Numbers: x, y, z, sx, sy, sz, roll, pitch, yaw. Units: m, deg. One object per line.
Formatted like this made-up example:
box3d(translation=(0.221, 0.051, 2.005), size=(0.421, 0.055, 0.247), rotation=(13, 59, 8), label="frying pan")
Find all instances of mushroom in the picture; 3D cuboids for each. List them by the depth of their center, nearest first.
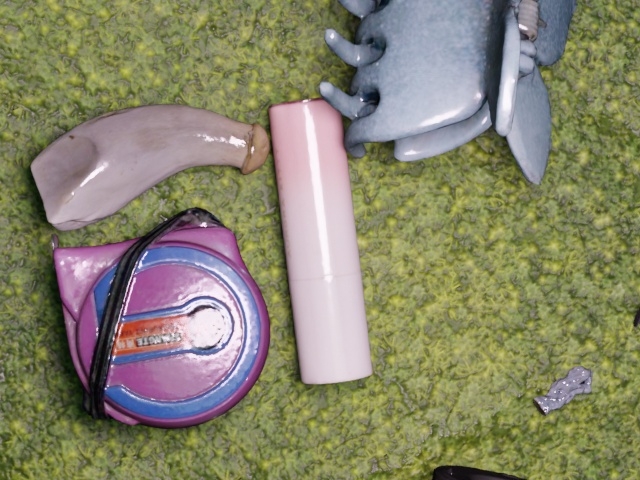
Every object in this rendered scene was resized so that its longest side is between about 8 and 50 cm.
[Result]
box3d(translation=(-0.195, -0.100, 1.627), size=(0.270, 0.103, 0.118), rotation=(-20, 81, -12), label="mushroom")

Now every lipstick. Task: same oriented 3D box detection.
box3d(translation=(0.000, 0.000, 1.669), size=(0.087, 0.087, 0.327), rotation=(-7, 92, -10), label="lipstick")

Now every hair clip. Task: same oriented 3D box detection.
box3d(translation=(0.142, -0.243, 1.591), size=(0.238, 0.392, 0.318), rotation=(4, 82, 16), label="hair clip")

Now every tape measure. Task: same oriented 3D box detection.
box3d(translation=(-0.175, 0.091, 1.616), size=(0.231, 0.149, 0.245), rotation=(-8, 85, -7), label="tape measure")

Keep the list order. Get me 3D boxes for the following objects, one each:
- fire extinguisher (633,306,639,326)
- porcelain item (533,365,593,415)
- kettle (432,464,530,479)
box3d(translation=(0.472, 0.063, 1.774), size=(0.177, 0.050, 0.062), rotation=(-16, 132, -8), label="fire extinguisher")
box3d(translation=(0.302, 0.183, 1.755), size=(0.083, 0.028, 0.036), rotation=(-31, 113, -10), label="porcelain item")
box3d(translation=(0.187, 0.433, 1.627), size=(0.203, 0.262, 0.308), rotation=(15, 90, 17), label="kettle")
